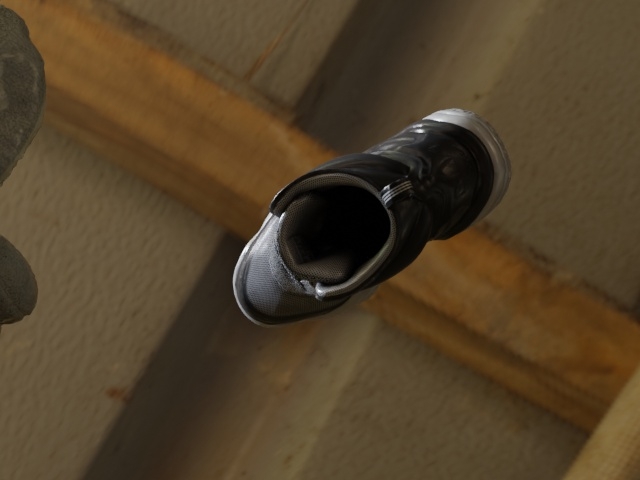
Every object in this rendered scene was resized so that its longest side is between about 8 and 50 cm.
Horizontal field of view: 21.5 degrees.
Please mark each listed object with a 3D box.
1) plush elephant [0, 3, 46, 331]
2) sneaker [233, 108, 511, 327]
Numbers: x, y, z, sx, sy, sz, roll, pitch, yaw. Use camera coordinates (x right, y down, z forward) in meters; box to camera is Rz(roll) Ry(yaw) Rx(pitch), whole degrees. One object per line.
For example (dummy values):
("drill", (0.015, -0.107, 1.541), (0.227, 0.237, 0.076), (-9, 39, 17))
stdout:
("plush elephant", (-0.303, -0.027, 1.056), (0.272, 0.330, 0.255), (0, -84, -22))
("sneaker", (0.000, 0.000, 1.192), (0.153, 0.268, 0.101), (-25, -97, -51))
